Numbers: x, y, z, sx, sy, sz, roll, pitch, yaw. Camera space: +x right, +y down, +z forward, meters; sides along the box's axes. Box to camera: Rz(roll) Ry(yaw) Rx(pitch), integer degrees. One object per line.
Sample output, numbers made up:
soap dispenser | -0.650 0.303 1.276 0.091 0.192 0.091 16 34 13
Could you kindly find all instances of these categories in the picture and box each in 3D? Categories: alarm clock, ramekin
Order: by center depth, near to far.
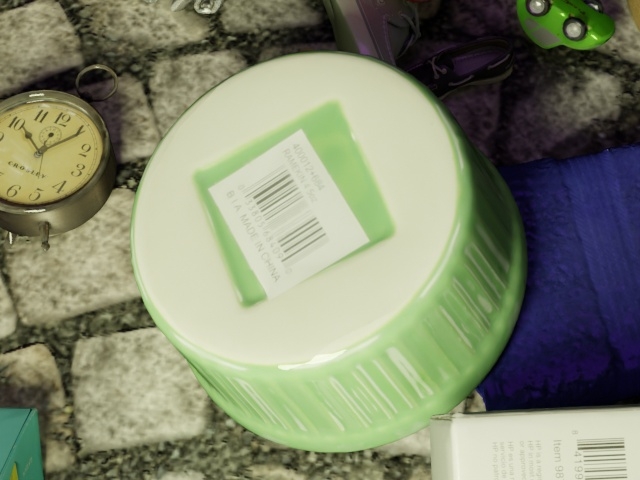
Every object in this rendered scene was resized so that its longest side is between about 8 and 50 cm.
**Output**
ramekin | 0.000 0.000 1.055 0.303 0.148 0.304 -7 65 16
alarm clock | -0.238 -0.082 1.204 0.129 0.064 0.192 23 66 14

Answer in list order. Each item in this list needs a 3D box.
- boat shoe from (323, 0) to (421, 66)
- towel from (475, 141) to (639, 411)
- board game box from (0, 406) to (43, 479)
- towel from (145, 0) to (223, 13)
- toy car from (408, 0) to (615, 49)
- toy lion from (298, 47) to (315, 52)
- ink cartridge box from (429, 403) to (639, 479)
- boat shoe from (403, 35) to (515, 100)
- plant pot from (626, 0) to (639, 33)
boat shoe | 0.052 -0.212 1.250 0.081 0.079 0.228 -11 53 -5
towel | 0.258 0.029 1.121 0.308 0.076 0.228 -10 64 -1
board game box | -0.354 0.229 0.923 0.253 0.079 0.336 1 23 3
towel | -0.096 -0.372 1.248 0.121 0.284 0.235 8 63 -16
toy car | 0.169 -0.240 1.262 0.225 0.053 0.239 35 41 5
toy lion | -0.018 -0.114 1.235 0.096 0.034 0.100 -34 64 -7
ink cartridge box | 0.238 0.224 0.929 0.307 0.129 0.223 -2 83 -3
boat shoe | 0.120 -0.158 1.246 0.125 0.038 0.046 -13 62 -5
plant pot | 0.412 -0.243 1.287 0.236 0.032 0.236 -1 60 2
